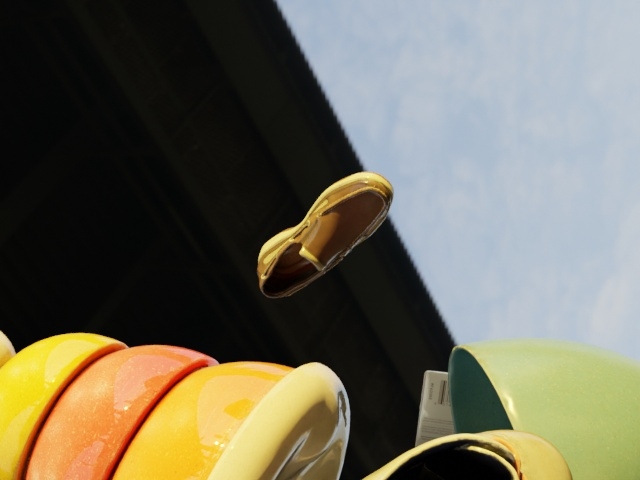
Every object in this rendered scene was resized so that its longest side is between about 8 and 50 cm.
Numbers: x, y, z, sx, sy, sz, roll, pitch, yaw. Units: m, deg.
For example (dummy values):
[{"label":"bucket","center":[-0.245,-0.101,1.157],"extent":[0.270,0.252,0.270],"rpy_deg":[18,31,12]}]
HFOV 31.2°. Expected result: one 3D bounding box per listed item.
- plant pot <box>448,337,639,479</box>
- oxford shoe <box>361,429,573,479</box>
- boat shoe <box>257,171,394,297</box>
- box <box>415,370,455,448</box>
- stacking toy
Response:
[{"label":"plant pot","center":[0.266,0.219,1.136],"extent":[0.195,0.290,0.290],"rpy_deg":[-15,-72,-7]},{"label":"oxford shoe","center":[0.103,0.195,0.772],"extent":[0.140,0.146,0.397],"rpy_deg":[53,-151,14]},{"label":"boat shoe","center":[0.006,0.005,1.626],"extent":[0.095,0.257,0.095],"rpy_deg":[36,-143,-17]},{"label":"box","center":[0.180,0.222,1.428],"extent":[0.087,0.101,0.102],"rpy_deg":[40,-123,-67]},{"label":"stacking toy","center":[-0.238,0.216,1.201],"extent":[0.350,0.480,0.350],"rpy_deg":[-54,-23,-36]}]
